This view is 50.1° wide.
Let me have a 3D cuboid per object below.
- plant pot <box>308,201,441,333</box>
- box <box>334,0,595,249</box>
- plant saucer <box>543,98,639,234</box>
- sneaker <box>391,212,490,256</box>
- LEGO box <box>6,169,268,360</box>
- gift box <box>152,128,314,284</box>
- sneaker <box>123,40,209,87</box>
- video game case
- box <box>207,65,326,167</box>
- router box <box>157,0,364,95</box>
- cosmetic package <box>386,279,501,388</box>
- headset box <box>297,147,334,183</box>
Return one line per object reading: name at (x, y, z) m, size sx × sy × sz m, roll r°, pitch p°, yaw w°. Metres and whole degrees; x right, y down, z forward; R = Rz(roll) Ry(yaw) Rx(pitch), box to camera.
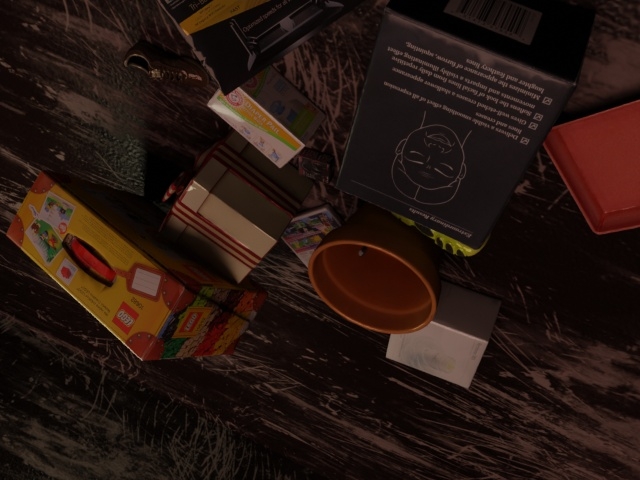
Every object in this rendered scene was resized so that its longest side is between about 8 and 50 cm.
plant pot at (0.145, 0.039, 1.516) m, size 0.291 × 0.203 × 0.290 m, roll 18°, pitch 140°, yaw 15°
box at (0.225, -0.223, 1.161) m, size 0.294 × 0.212 × 0.395 m, roll 24°, pitch 141°, yaw 6°
plant saucer at (0.552, -0.138, 1.182) m, size 0.258 × 0.047 × 0.259 m, roll -14°, pitch 124°, yaw 42°
sneaker at (0.224, -0.086, 1.404) m, size 0.295 × 0.123 × 0.109 m, roll 42°, pitch 146°, yaw 15°
LEGO box at (-0.430, 0.061, 1.658) m, size 0.500 × 0.193 × 0.372 m, roll 35°, pitch -172°, yaw 24°
gift box at (-0.216, -0.073, 1.571) m, size 0.258 × 0.255 × 0.276 m, roll 38°, pitch 132°, yaw -9°
sneaker at (-0.333, -0.363, 1.473) m, size 0.188 × 0.071 × 0.066 m, roll 23°, pitch 142°, yaw 9°
video game case at (0.000, 0.000, 1.714) m, size 0.201 × 0.023 × 0.183 m, roll -15°, pitch 125°, yaw 44°
box at (-0.110, -0.268, 1.405) m, size 0.203 × 0.114 × 0.103 m, roll 41°, pitch 141°, yaw -12°
router box at (-0.103, -0.423, 1.105) m, size 0.309 × 0.081 × 0.243 m, roll -33°, pitch 119°, yaw 3°
cosmetic package at (0.297, 0.220, 1.680) m, size 0.225 × 0.138 × 0.224 m, roll 18°, pitch 141°, yaw 12°
headset box at (-0.013, -0.167, 1.523) m, size 0.083 × 0.032 × 0.062 m, roll 18°, pitch 141°, yaw 12°
